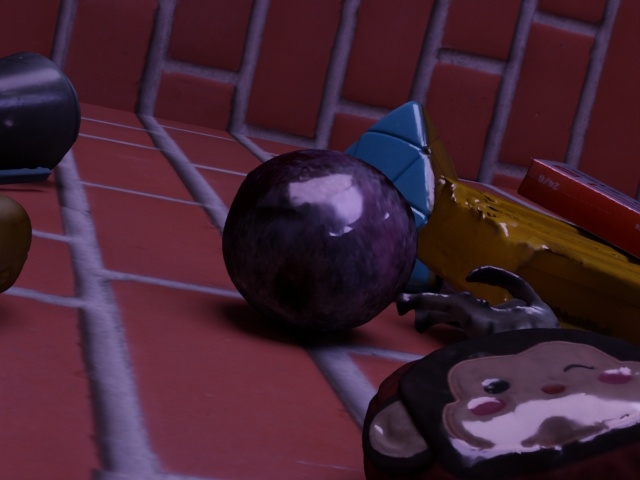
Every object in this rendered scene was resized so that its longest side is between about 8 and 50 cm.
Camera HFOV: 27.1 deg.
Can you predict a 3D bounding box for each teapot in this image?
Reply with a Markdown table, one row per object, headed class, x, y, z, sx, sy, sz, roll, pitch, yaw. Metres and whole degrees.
| class | x | y | z | sx | sy | sz | roll | pitch | yaw |
| --- | --- | --- | --- | --- | --- | --- | --- | --- | --- |
| teapot | -0.439 | -0.153 | 1.754 | 0.203 | 0.171 | 0.225 | 50 | 32 | 20 |

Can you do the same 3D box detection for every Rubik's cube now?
| class | x | y | z | sx | sy | sz | roll | pitch | yaw |
| --- | --- | --- | --- | --- | --- | --- | --- | --- | --- |
| Rubik's cube | 0.065 | -0.058 | 1.641 | 0.254 | 0.254 | 0.254 | 12 | 9 | -2 |

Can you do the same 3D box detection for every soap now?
| class | x | y | z | sx | sy | sz | roll | pitch | yaw |
| --- | --- | --- | --- | --- | --- | --- | --- | --- | --- |
| soap | 0.272 | 0.046 | 1.429 | 0.324 | 0.096 | 0.204 | 18 | 14 | -32 |

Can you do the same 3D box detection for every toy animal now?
| class | x | y | z | sx | sy | sz | roll | pitch | yaw |
| --- | --- | --- | --- | --- | --- | --- | --- | --- | --- |
| toy animal | 0.157 | 0.110 | 0.985 | 0.176 | 0.217 | 0.073 | -5 | 31 | 19 |

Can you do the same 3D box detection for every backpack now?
| class | x | y | z | sx | sy | sz | roll | pitch | yaw |
| --- | --- | --- | --- | --- | --- | --- | --- | --- | --- |
| backpack | 0.128 | 0.132 | 0.843 | 0.229 | 0.139 | 0.229 | -4 | 17 | 1 |

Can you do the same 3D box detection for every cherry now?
| class | x | y | z | sx | sy | sz | roll | pitch | yaw |
| --- | --- | --- | --- | --- | --- | --- | --- | --- | --- |
| cherry | -0.002 | 0.006 | 1.291 | 0.195 | 0.195 | 0.195 | 12 | 9 | -2 |

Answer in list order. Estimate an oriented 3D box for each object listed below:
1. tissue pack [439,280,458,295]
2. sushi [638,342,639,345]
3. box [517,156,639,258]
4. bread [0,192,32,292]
| class | x | y | z | sx | sy | sz | roll | pitch | yaw |
| --- | --- | --- | --- | --- | --- | --- | --- | --- | --- |
| tissue pack | 0.207 | 0.074 | 1.545 | 0.112 | 0.051 | 0.156 | 20 | 10 | 18 |
| sushi | 0.369 | 0.128 | 1.233 | 0.136 | 0.126 | 0.225 | 18 | 4 | 36 |
| box | 0.347 | -0.022 | 1.523 | 0.229 | 0.050 | 0.123 | 31 | 14 | 23 |
| bread | -0.345 | -0.005 | 1.086 | 0.213 | 0.104 | 0.213 | 9 | 7 | -1 |
